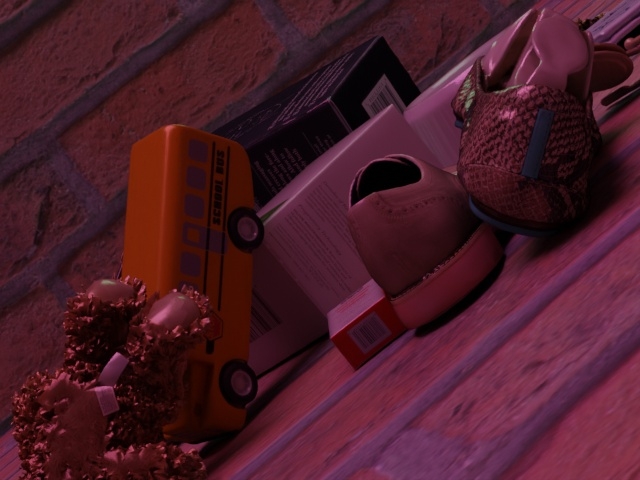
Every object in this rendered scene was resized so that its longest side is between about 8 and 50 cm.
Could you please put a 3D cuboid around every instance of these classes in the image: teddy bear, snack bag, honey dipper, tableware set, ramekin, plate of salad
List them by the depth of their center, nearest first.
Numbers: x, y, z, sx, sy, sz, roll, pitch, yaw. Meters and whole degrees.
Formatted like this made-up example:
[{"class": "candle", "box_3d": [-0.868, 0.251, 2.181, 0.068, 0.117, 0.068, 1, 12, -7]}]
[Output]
[{"class": "teddy bear", "box_3d": [-0.218, 0.191, 1.565, 0.245, 0.338, 0.113, -4, -24, 18]}, {"class": "tableware set", "box_3d": [0.283, -0.185, 1.815, 0.194, 0.128, 0.039, -31, 54, 43]}, {"class": "honey dipper", "box_3d": [0.441, -0.276, 2.022, 0.030, 0.030, 0.161, -40, 2, -18]}, {"class": "ramekin", "box_3d": [0.235, -0.192, 2.128, 0.273, 0.127, 0.273, -38, 6, 5]}, {"class": "snack bag", "box_3d": [0.449, -0.326, 2.304, 0.323, 0.037, 0.342, -39, 3, -22]}, {"class": "plate of salad", "box_3d": [0.400, -0.332, 2.591, 0.200, 0.048, 0.200, -37, 5, 4]}]

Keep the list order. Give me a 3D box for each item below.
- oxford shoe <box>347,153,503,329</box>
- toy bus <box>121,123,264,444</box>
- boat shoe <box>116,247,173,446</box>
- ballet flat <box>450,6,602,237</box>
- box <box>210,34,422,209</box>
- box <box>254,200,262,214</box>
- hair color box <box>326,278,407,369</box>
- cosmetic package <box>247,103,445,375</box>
[{"class": "oxford shoe", "box_3d": [0.113, -0.040, 1.584, 0.140, 0.146, 0.397, -38, 5, 13]}, {"class": "toy bus", "box_3d": [-0.147, 0.050, 1.708, 0.108, 0.130, 0.332, -21, 60, 48]}, {"class": "boat shoe", "box_3d": [-0.224, 0.105, 1.925, 0.132, 0.130, 0.355, -12, 48, 18]}, {"class": "ballet flat", "box_3d": [0.221, -0.144, 1.568, 0.483, 0.164, 0.182, -67, -8, -74]}, {"class": "box", "box_3d": [-0.040, -0.111, 2.472, 0.395, 0.212, 0.293, -26, 16, 29]}, {"class": "box", "box_3d": [-0.165, 0.077, 2.320, 0.247, 0.163, 0.142, -36, 10, 28]}, {"class": "hair color box", "box_3d": [0.047, 0.082, 1.568, 0.072, 0.043, 0.141, -38, 7, 4]}, {"class": "cosmetic package", "box_3d": [0.000, 0.000, 1.951, 0.197, 0.155, 0.365, -35, 8, 40]}]
